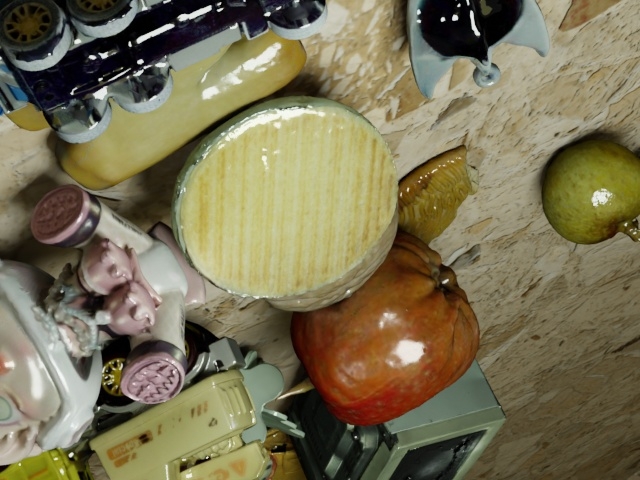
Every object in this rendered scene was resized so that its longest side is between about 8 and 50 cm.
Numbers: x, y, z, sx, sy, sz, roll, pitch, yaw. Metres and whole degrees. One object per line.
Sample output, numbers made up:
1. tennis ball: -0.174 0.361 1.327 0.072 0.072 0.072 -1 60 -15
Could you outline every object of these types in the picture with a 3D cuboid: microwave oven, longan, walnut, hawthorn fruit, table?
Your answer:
1. microwave oven: 0.093 0.282 2.020 0.218 0.286 0.355 -12 149 -24
2. longan: 0.402 -0.062 1.843 0.145 0.176 0.155 -32 170 -24
3. walnut: -0.001 -0.002 1.605 0.230 0.178 0.178 -28 152 -13
4. hawthorn fruit: 0.087 0.122 1.745 0.258 0.258 0.262 -5 138 -35
5. table: -0.114 0.264 1.965 0.166 0.166 0.198 -28 159 0

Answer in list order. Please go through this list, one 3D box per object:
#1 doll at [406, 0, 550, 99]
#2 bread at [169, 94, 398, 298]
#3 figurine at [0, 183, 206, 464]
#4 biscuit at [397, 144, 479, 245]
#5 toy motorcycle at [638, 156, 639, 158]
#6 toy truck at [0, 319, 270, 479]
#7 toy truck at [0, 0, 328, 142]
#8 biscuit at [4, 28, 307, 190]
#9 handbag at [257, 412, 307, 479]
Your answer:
1. doll: 0.144 -0.269 1.353 0.145 0.103 0.316 -40 144 -9
2. bread: -0.040 -0.048 1.436 0.267 0.040 0.267 -11 125 -16
3. figurine: -0.312 0.121 1.443 0.361 0.253 0.211 -30 165 13
4. biscuit: 0.149 -0.040 1.807 0.176 0.031 0.228 -23 151 -5
5. toy motorcycle: 0.464 -0.080 1.985 0.173 0.058 0.100 -37 157 21
6. toy truck: -0.275 0.279 1.736 0.405 0.254 0.180 -27 168 1
7. toy truck: -0.168 -0.217 1.099 0.367 0.175 0.146 -24 153 -5
8. biscuit: -0.165 -0.168 1.301 0.291 0.062 0.237 -30 152 2
9. handbag: -0.140 0.436 2.257 0.401 0.133 0.283 -17 145 -19
